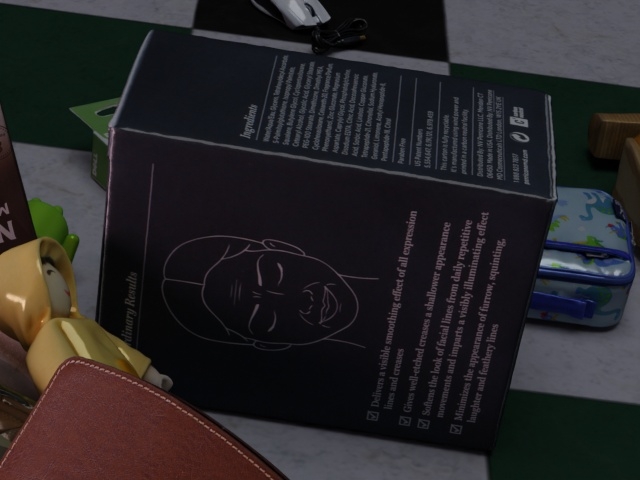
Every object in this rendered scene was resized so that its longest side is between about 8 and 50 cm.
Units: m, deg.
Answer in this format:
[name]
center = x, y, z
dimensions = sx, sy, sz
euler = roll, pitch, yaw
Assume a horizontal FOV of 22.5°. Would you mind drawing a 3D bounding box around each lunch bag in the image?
[lunch bag]
center = 0.232, 0.012, 1.761
dimensions = 0.219, 0.090, 0.176
euler = 8, 36, 0

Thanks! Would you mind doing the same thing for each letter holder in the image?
[letter holder]
center = -0.092, 0.228, 1.089
dimensions = 0.302, 0.214, 0.152
euler = 24, -6, 46

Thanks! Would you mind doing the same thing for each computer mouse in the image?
[computer mouse]
center = -0.026, -0.320, 2.236
dimensions = 0.106, 0.042, 0.193
euler = -22, 45, -37

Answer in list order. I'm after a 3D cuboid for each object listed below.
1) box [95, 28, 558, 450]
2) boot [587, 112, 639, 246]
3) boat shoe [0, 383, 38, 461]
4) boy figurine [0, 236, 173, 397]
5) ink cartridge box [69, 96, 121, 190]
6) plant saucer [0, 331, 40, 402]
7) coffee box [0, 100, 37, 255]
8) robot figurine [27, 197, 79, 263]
[box]
center = 0.000, 0.000, 1.534
dimensions = 0.396, 0.293, 0.212
euler = 9, 33, -1
[boot]
center = 0.453, -0.078, 1.935
dimensions = 0.211, 0.104, 0.295
euler = 4, 30, -7
[boat shoe]
center = -0.362, 0.133, 1.342
dimensions = 0.307, 0.110, 0.104
euler = 27, 32, 8
[boy figurine]
center = -0.185, 0.118, 1.407
dimensions = 0.285, 0.092, 0.177
euler = 49, 15, 15
[ink cartridge box]
center = -0.189, -0.087, 1.827
dimensions = 0.109, 0.062, 0.209
euler = -17, 41, -34
[plant saucer]
center = -0.365, 0.153, 1.435
dimensions = 0.311, 0.050, 0.310
euler = 6, 33, -4
[coffee box]
center = -0.434, -0.045, 1.524
dimensions = 0.297, 0.168, 0.119
euler = -16, 22, -13
[robot figurine]
center = -0.301, 0.003, 1.659
dimensions = 0.101, 0.067, 0.115
euler = 22, 34, 0
